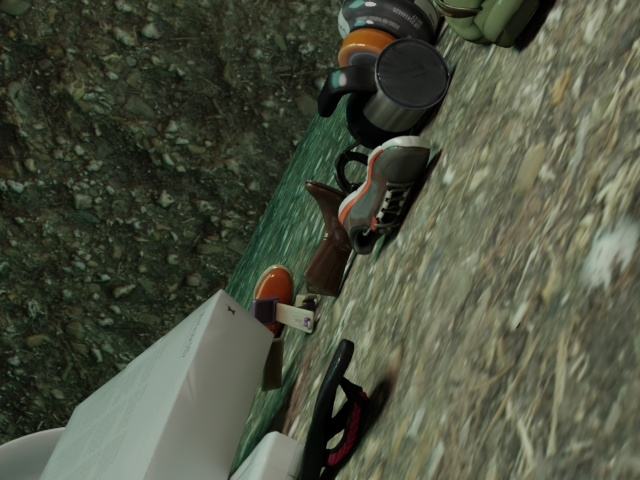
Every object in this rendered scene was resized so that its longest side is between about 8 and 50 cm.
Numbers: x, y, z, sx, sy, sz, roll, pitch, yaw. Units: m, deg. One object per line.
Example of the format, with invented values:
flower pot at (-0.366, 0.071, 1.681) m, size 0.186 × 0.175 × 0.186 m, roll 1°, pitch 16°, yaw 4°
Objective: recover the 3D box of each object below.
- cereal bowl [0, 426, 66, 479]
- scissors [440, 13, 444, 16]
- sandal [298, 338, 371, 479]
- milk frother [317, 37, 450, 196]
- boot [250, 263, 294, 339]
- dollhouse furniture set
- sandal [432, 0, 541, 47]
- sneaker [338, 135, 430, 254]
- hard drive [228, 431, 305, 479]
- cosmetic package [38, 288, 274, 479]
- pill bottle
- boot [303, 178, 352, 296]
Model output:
cereal bowl at (-0.302, 0.384, 1.496) m, size 0.339 × 0.339 × 0.141 m, roll -74°, pitch -16°, yaw -58°
scissors at (0.185, -0.307, 1.414) m, size 0.297 × 0.021 × 0.109 m, roll -106°, pitch 39°, yaw -83°
sandal at (0.013, 0.149, 0.973) m, size 0.067 × 0.040 × 0.179 m, roll -64°, pitch -12°, yaw -54°
milk frother at (0.073, -0.126, 1.357) m, size 0.135 × 0.129 × 0.143 m, roll 130°, pitch 121°, yaw -70°
boot at (-0.075, 0.113, 1.787) m, size 0.084 × 0.059 × 0.158 m, roll -111°, pitch 38°, yaw -77°
dollhouse furniture set at (-0.026, 0.130, 1.497) m, size 0.081 × 0.091 × 0.114 m, roll 14°, pitch 104°, yaw 44°
sandal at (0.149, -0.246, 1.123) m, size 0.120 × 0.086 × 0.303 m, roll -64°, pitch 6°, yaw 9°
sneaker at (0.070, -0.040, 1.214) m, size 0.158 × 0.061 × 0.065 m, roll 121°, pitch 145°, yaw -50°
hard drive at (-0.116, 0.369, 1.111) m, size 0.233 × 0.047 × 0.353 m, roll -55°, pitch 10°, yaw 55°
cosmetic package at (-0.208, 0.255, 1.324) m, size 0.284 × 0.097 × 0.377 m, roll -41°, pitch 17°, yaw 29°
pill bottle at (0.102, -0.320, 1.631) m, size 0.245 × 0.130 × 0.130 m, roll -68°, pitch 7°, yaw -28°
boot at (0.000, 0.000, 1.390) m, size 0.037 × 0.106 × 0.114 m, roll 14°, pitch 74°, yaw 57°
